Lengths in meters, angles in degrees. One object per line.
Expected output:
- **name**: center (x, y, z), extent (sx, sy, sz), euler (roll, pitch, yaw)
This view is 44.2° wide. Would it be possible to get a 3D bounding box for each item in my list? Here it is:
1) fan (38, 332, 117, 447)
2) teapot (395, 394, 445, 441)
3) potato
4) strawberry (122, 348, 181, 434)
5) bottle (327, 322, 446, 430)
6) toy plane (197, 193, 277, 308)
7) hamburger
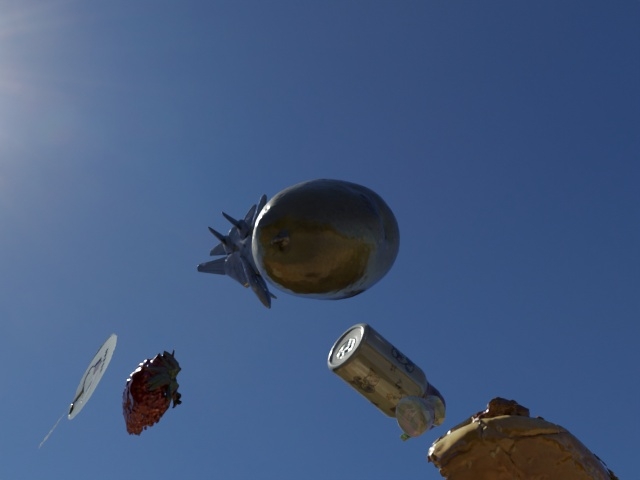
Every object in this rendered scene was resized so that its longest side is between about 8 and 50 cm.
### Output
- **fan**: center (-0.493, 0.320, 1.597), extent (0.009, 0.191, 0.329), euler (31, -69, -20)
- **teapot**: center (0.157, 0.282, 1.251), extent (0.064, 0.064, 0.083), euler (-4, -53, -37)
- **potato**: center (0.000, 0.000, 0.983), extent (0.174, 0.159, 0.251), euler (-21, -5, 21)
- **strawberry**: center (-0.364, 0.321, 1.590), extent (0.087, 0.167, 0.208), euler (31, -65, -25)
- **bottle**: center (0.129, 0.259, 1.433), extent (0.233, 0.110, 0.110), euler (41, -55, -16)
- **toy plane**: center (-0.131, 0.050, 1.514), extent (0.212, 0.267, 0.088), euler (-47, -44, 11)
- **hamburger**: center (0.289, 0.330, 1.065), extent (0.282, 0.155, 0.245), euler (-5, -82, 4)
